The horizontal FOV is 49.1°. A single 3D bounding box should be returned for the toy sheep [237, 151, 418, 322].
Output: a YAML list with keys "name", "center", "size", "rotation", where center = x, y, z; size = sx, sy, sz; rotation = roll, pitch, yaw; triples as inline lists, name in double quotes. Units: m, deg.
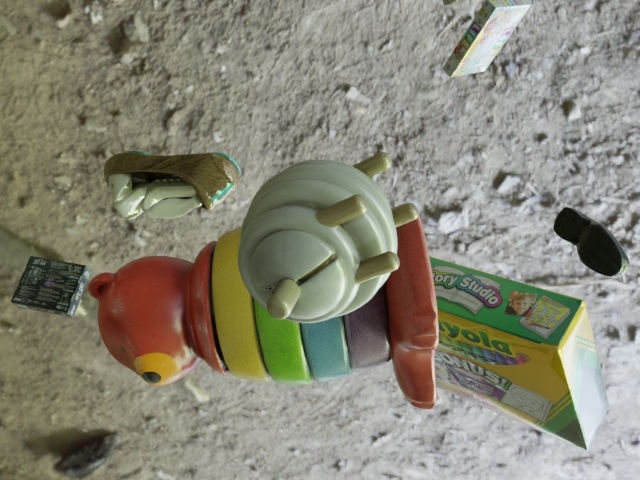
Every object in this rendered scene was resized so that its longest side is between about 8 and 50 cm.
- name: "toy sheep"
  center: [0.000, 0.000, 0.367]
  size: [0.091, 0.132, 0.091]
  rotation: [7, 114, 17]

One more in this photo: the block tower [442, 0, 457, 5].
- name: "block tower"
  center: [0.261, -0.335, 0.700]
  size: [0.335, 0.097, 0.091]
  rotation: [-10, 113, 36]

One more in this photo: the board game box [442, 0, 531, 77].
- name: "board game box"
  center: [0.294, -0.362, 1.248]
  size: [0.026, 0.103, 0.154]
  rotation: [54, 141, 20]

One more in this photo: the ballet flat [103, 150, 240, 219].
- name: "ballet flat"
  center: [-0.297, -0.092, 1.268]
  size: [0.342, 0.124, 0.116]
  rotation: [5, 141, 32]

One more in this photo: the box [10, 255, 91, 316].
- name: "box"
  center: [-0.345, 0.058, 0.898]
  size: [0.083, 0.067, 0.018]
  rotation: [8, 156, 13]

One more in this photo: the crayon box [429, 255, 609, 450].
- name: "crayon box"
  center: [0.276, 0.177, 1.189]
  size: [0.363, 0.106, 0.313]
  rotation: [16, 151, 40]

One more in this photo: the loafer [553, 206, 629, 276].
- name: "loafer"
  center: [0.414, 0.003, 1.042]
  size: [0.061, 0.170, 0.062]
  rotation: [17, 116, -18]

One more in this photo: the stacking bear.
- name: "stacking bear"
  center: [-0.052, 0.059, 0.618]
  size: [0.289, 0.164, 0.175]
  rotation: [-6, 142, 4]
